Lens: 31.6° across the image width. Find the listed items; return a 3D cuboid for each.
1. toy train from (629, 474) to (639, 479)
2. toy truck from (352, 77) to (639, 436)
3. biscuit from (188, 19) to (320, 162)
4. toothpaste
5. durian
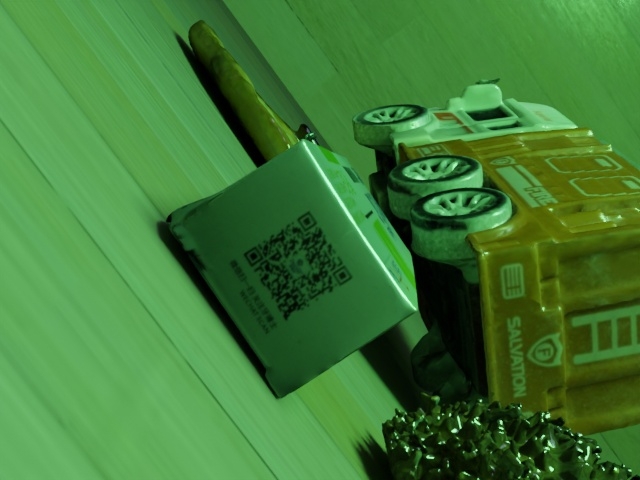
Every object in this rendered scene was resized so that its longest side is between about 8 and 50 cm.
[{"bbox_3d":[0.290,0.301,0.950,0.154,0.115,0.269,49,4,1],"label":"toy train"},{"bbox_3d":[0.153,-0.002,0.878,0.387,0.207,0.173,-109,-170,-68],"label":"toy truck"},{"bbox_3d":[-0.035,-0.082,0.958,0.260,0.041,0.203,54,8,10],"label":"biscuit"},{"bbox_3d":[0.000,0.000,0.575,0.081,0.067,0.336,57,5,0],"label":"toothpaste"},{"bbox_3d":[0.106,0.135,0.496,0.188,0.091,0.148,55,5,-7],"label":"durian"}]
